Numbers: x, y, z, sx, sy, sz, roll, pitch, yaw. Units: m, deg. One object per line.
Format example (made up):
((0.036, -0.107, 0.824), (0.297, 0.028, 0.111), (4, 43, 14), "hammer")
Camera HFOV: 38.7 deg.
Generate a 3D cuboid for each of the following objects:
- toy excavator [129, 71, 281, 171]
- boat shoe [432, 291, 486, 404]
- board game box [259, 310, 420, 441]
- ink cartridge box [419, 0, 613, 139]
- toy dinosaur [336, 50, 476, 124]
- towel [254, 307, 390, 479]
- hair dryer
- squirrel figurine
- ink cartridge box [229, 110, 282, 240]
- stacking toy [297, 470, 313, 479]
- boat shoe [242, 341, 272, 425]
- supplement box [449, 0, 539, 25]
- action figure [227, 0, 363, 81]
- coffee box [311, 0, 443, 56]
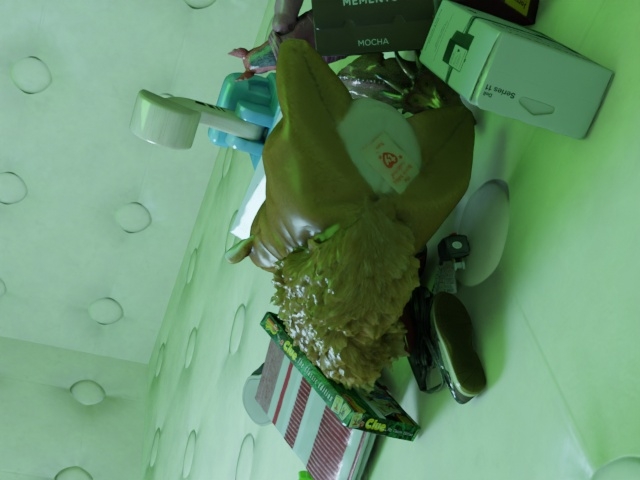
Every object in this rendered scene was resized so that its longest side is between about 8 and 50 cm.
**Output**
((-0.180, -0.255, 1.957), (0.433, 0.445, 0.222), (-110, 37, -63), "toy excavator")
((0.165, 0.135, 1.153), (0.049, 0.056, 0.152), (119, 153, -44), "boat shoe")
((0.024, 0.192, 1.312), (0.259, 0.136, 0.030), (43, 109, 48), "board game box")
((0.223, -0.205, 1.073), (0.208, 0.153, 0.087), (-113, 41, -63), "ink cartridge box")
((0.107, -0.240, 1.385), (0.200, 0.295, 0.127), (-33, -59, -55), "toy dinosaur")
((-0.003, 0.251, 1.501), (0.329, 0.037, 0.237), (43, 124, 51), "towel")
((0.112, 0.094, 1.332), (0.293, 0.080, 0.224), (175, 108, -74), "hair dryer")
((0.000, 0.000, 1.241), (0.370, 0.281, 0.397), (-40, 44, 55), "squirrel figurine")
((0.021, -0.074, 1.612), (0.130, 0.271, 0.309), (-48, -10, -48), "ink cartridge box")
((-0.023, 0.330, 1.657), (0.167, 0.052, 0.221), (-101, 28, -56), "stacking toy")
((-0.069, 0.272, 1.831), (0.112, 0.095, 0.335), (54, 145, 21), "boat shoe")
((0.243, -0.389, 1.206), (0.080, 0.104, 0.188), (8, 85, 46), "supplement box")
((0.023, -0.347, 1.579), (0.276, 0.370, 0.248), (56, 171, 50), "action figure")
((0.109, -0.345, 1.297), (0.297, 0.168, 0.119), (-48, -44, -64), "coffee box")
